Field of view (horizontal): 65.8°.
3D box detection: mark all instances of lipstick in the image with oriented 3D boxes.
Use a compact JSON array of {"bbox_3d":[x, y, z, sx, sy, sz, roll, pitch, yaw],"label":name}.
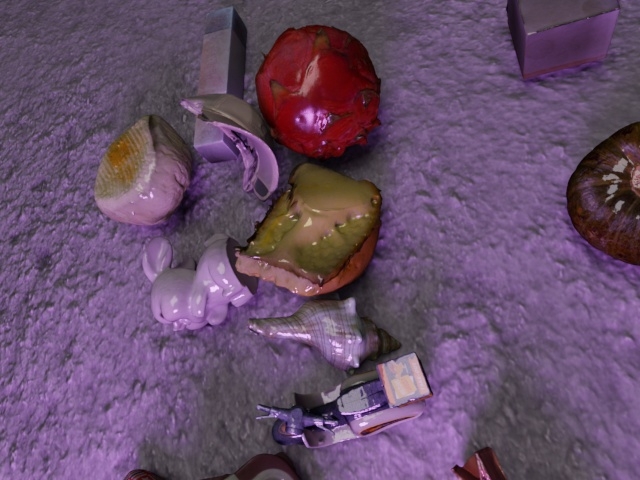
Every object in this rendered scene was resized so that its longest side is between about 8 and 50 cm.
[{"bbox_3d":[-0.223,-0.356,1.118,0.076,0.080,0.372,-7,67,16],"label":"lipstick"}]

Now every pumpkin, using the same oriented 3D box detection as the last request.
[{"bbox_3d":[0.475,-0.067,0.710,0.219,0.162,0.219,-18,65,42],"label":"pumpkin"}]

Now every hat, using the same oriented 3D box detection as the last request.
[{"bbox_3d":[-0.134,-0.199,0.925,0.226,0.219,0.164,7,50,48],"label":"hat"}]

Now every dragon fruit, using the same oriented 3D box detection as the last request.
[{"bbox_3d":[-0.002,-0.272,0.923,0.241,0.241,0.252,4,89,22],"label":"dragon fruit"}]

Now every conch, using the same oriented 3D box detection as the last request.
[{"bbox_3d":[0.019,0.135,0.802,0.234,0.137,0.114,25,90,7],"label":"conch"}]

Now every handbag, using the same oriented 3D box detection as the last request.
[{"bbox_3d":[0.245,0.367,0.607,0.059,0.157,0.212,-34,61,5],"label":"handbag"}]

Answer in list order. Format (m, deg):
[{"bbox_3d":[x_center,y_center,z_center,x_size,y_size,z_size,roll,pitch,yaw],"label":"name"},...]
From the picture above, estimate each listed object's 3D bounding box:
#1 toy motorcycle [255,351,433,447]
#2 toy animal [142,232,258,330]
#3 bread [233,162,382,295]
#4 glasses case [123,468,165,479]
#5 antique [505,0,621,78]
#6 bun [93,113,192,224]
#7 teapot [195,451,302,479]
[{"bbox_3d":[0.036,0.247,0.735,0.263,0.157,0.091,-22,61,9],"label":"toy motorcycle"},{"bbox_3d":[-0.223,0.069,0.918,0.193,0.127,0.179,-18,62,14],"label":"toy animal"},{"bbox_3d":[0.000,0.000,0.850,0.204,0.163,0.262,15,52,26],"label":"bread"},{"bbox_3d":[-0.247,0.437,0.807,0.194,0.073,0.049,26,71,26],"label":"glasses case"},{"bbox_3d":[0.410,-0.387,0.858,0.146,0.148,0.152,-11,66,17],"label":"antique"},{"bbox_3d":[-0.354,-0.136,1.039,0.243,0.153,0.244,-18,60,35],"label":"bun"},{"bbox_3d":[-0.110,0.461,0.659,0.315,0.233,0.312,-21,68,-33],"label":"teapot"}]
